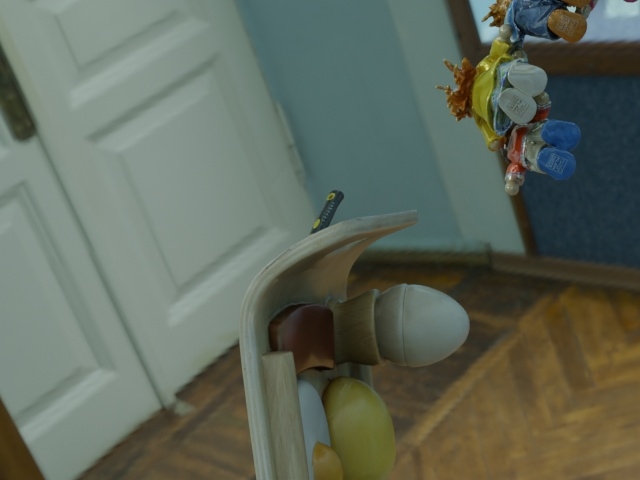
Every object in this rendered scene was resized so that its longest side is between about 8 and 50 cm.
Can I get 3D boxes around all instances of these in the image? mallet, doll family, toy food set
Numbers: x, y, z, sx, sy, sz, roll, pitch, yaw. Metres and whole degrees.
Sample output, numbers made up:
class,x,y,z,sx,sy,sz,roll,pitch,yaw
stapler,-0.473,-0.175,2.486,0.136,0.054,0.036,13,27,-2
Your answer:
class,x,y,z,sx,sy,sz,roll,pitch,yaw
mallet,0.000,0.000,1.248,0.062,0.039,0.190,-12,28,33
doll family,0.184,-0.177,1.099,0.163,0.118,0.263,-139,72,-79
toy food set,0.042,0.138,0.682,0.092,0.306,0.220,-7,1,13
